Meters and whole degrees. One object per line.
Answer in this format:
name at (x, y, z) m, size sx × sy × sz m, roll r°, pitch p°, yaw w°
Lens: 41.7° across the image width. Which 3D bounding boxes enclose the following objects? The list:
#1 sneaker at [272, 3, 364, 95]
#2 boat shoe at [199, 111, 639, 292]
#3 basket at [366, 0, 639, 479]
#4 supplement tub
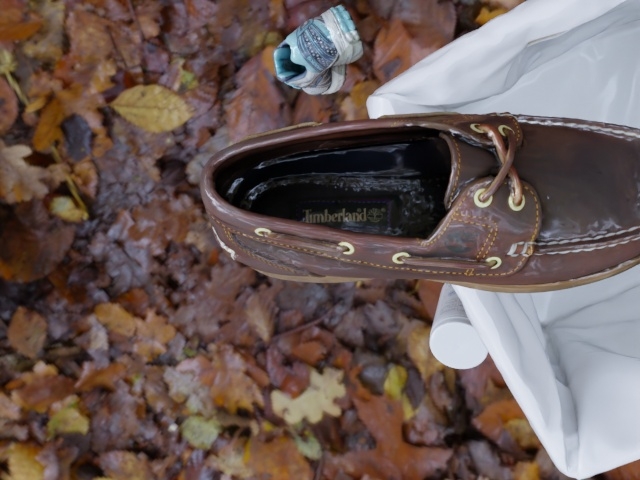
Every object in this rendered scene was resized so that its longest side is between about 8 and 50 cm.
sneaker at (-0.024, -0.297, 1.359) m, size 0.122 × 0.283 × 0.110 m, roll -22°, pitch 87°, yaw -10°
boat shoe at (0.053, -0.018, 0.351) m, size 0.207 × 0.073 × 0.073 m, roll -6°, pitch 68°, yaw 5°
basket at (0.257, -0.050, 0.679) m, size 0.328 × 0.266 × 0.331 m, roll -27°, pitch 96°, yaw 11°
supplement tub at (0.171, 0.094, 1.000) m, size 0.071 × 0.107 × 0.071 m, roll 8°, pitch 123°, yaw 13°
